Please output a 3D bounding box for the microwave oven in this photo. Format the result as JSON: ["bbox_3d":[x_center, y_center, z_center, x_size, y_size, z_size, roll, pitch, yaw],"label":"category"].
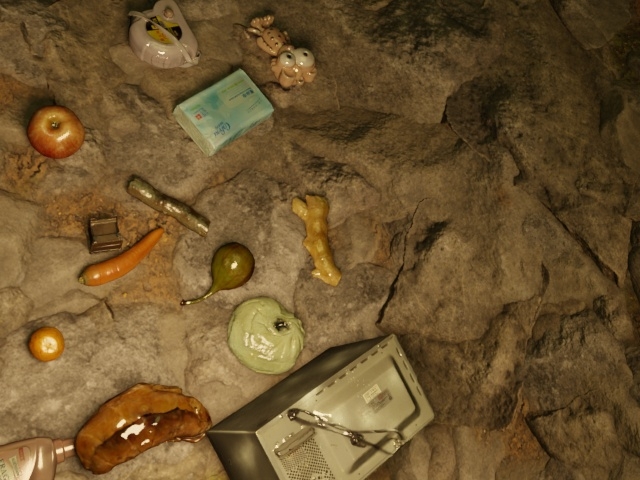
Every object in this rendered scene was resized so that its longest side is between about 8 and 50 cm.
[{"bbox_3d":[0.006,0.442,1.541,0.432,0.374,0.236,-29,90,-33],"label":"microwave oven"}]

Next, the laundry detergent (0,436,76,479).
[{"bbox_3d":[-0.658,0.529,1.407,0.236,0.076,0.171,-9,73,-28],"label":"laundry detergent"}]

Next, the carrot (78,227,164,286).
[{"bbox_3d":[-0.511,0.050,1.684,0.271,0.062,0.066,-32,39,-33],"label":"carrot"}]

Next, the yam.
[{"bbox_3d":[-0.417,-0.093,1.779,0.252,0.061,0.061,31,60,-9],"label":"yam"}]

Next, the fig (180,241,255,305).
[{"bbox_3d":[-0.279,0.106,1.733,0.124,0.124,0.236,45,74,0],"label":"fig"}]

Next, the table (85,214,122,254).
[{"bbox_3d":[-0.564,-0.015,1.670,0.083,0.082,0.070,-9,72,-25],"label":"table"}]

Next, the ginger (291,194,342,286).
[{"bbox_3d":[0.000,-0.001,1.911,0.117,0.065,0.299,-13,72,-13],"label":"ginger"}]

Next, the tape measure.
[{"bbox_3d":[-0.482,-0.615,1.937,0.197,0.120,0.236,-21,73,-34],"label":"tape measure"}]

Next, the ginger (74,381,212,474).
[{"bbox_3d":[-0.411,0.425,1.501,0.321,0.165,0.173,-9,98,-29],"label":"ginger"}]

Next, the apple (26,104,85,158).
[{"bbox_3d":[-0.703,-0.291,1.702,0.146,0.131,0.147,7,72,-21],"label":"apple"}]

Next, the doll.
[{"bbox_3d":[-0.131,-0.619,2.092,0.154,0.119,0.278,-35,80,-34],"label":"doll"}]

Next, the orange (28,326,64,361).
[{"bbox_3d":[-0.655,0.248,1.528,0.083,0.070,0.083,8,74,-29],"label":"orange"}]

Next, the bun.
[{"bbox_3d":[-0.144,0.251,1.717,0.221,0.108,0.222,8,66,-19],"label":"bun"}]

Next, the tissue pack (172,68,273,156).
[{"bbox_3d":[-0.291,-0.393,1.942,0.263,0.089,0.177,-40,89,-30],"label":"tissue pack"}]
